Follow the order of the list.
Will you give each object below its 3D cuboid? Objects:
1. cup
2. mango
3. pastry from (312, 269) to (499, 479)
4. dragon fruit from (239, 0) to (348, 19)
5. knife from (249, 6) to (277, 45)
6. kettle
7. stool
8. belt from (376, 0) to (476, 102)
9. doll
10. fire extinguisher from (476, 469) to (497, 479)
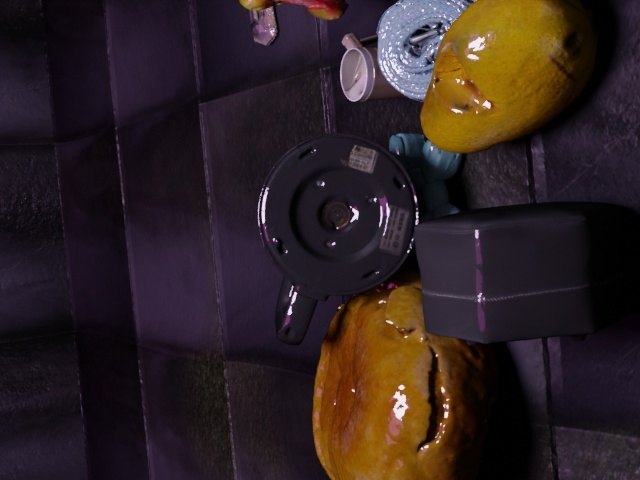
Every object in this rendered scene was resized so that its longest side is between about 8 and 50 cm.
[{"bbox_3d":[0.080,-0.234,1.679,0.102,0.099,0.074,47,135,49],"label":"cup"},{"bbox_3d":[0.206,-0.188,1.404,0.262,0.167,0.130,119,150,-53],"label":"mango"},{"bbox_3d":[0.099,0.208,1.617,0.356,0.163,0.356,-42,42,53],"label":"pastry"},{"bbox_3d":[0.007,-0.432,1.600,0.243,0.227,0.307,20,127,13],"label":"dragon fruit"},{"bbox_3d":[-0.120,-0.506,2.058,0.089,0.043,0.365,-11,87,63],"label":"knife"},{"bbox_3d":[0.014,-0.005,1.677,0.308,0.203,0.262,-173,71,-84],"label":"kettle"},{"bbox_3d":[0.224,0.033,1.350,0.232,0.232,0.141,1,99,62],"label":"stool"},{"bbox_3d":[0.152,-0.249,1.537,0.163,0.082,0.148,16,121,40],"label":"belt"},{"bbox_3d":[0.146,-0.063,1.637,0.159,0.059,0.159,26,117,57],"label":"doll"},{"bbox_3d":[0.174,0.433,1.660,0.072,0.089,0.268,-96,13,-63],"label":"fire extinguisher"}]
